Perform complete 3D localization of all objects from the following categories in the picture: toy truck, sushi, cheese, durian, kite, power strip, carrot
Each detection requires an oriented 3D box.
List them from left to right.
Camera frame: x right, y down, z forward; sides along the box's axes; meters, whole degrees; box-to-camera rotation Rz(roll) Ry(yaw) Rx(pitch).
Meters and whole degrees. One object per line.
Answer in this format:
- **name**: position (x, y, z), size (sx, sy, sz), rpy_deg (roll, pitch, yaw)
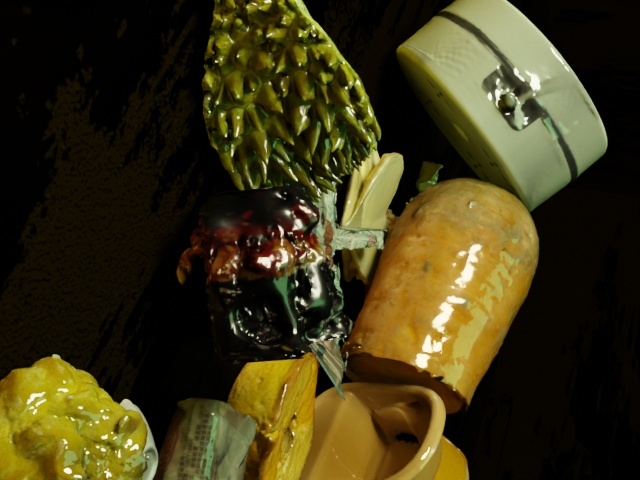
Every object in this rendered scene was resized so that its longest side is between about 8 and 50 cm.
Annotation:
- **sushi**: position (-0.058, 0.026, 0.914), size (0.172, 0.153, 0.150), rpy_deg (-28, 112, -79)
- **durian**: position (-0.038, -0.144, 1.015), size (0.198, 0.163, 0.394), rpy_deg (63, 7, 22)
- **kite**: position (-0.001, 0.000, 1.188), size (0.368, 0.014, 0.405), rpy_deg (1, 86, -61)
- **toy truck**: position (0.072, 0.328, 1.292), size (0.211, 0.288, 0.204), rpy_deg (58, 39, -27)
- **cheese**: position (0.200, -0.120, 1.778), size (0.084, 0.041, 0.060), rpy_deg (91, 21, -73)
- **carrot**: position (0.182, 0.076, 1.389), size (0.224, 0.224, 0.340), rpy_deg (72, 38, -54)
- **power strip**: position (0.278, -0.214, 1.471), size (0.161, 0.357, 0.357), rpy_deg (-38, 157, 2)

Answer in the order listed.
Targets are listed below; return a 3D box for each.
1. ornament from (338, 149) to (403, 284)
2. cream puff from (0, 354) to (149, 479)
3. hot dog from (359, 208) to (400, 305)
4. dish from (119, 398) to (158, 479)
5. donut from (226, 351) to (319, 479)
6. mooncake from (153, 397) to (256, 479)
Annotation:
- **ornament**: position (0.063, -0.029, 1.396), size (0.180, 0.059, 0.201), rpy_deg (-24, 123, -66)
- **cream puff**: position (-0.178, 0.164, 0.689), size (0.146, 0.116, 0.146), rpy_deg (13, 90, -71)
- **hot dog**: position (0.104, 0.083, 1.548), size (0.109, 0.072, 0.269), rpy_deg (-12, 108, -68)
- **dish**: position (-0.174, 0.209, 0.834), size (0.137, 0.039, 0.091), rpy_deg (-62, 154, -47)
- **donut**: position (-0.061, 0.216, 1.122), size (0.174, 0.075, 0.190), rpy_deg (-63, 159, -45)
- **mooncake**: position (-0.119, 0.217, 0.947), size (0.130, 0.073, 0.125), rpy_deg (58, 41, -65)
